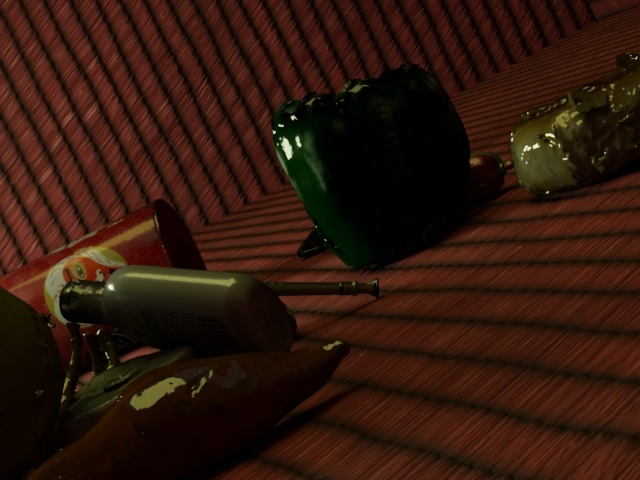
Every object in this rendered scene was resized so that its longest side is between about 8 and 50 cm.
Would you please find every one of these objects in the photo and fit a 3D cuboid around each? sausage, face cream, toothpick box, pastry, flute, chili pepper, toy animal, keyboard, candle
[{"bbox_3d":[0.162,-0.067,2.107,0.264,0.083,0.083,-21,8,26],"label":"sausage"},{"bbox_3d":[-0.177,0.082,1.690,0.291,0.144,0.071,2,54,32],"label":"face cream"},{"bbox_3d":[-0.364,0.092,2.361,0.333,0.204,0.204,-25,7,8],"label":"toothpick box"},{"bbox_3d":[0.347,-0.151,1.846,0.236,0.121,0.257,-27,6,-6],"label":"pastry"},{"bbox_3d":[-0.045,0.058,1.733,0.233,0.027,0.027,0,6,-3],"label":"flute"},{"bbox_3d":[0.067,-0.101,1.987,0.248,0.257,0.233,-22,3,26],"label":"chili pepper"},{"bbox_3d":[-0.327,0.209,1.746,0.054,0.149,0.275,-32,29,51],"label":"toy animal"},{"bbox_3d":[0.000,0.000,2.474,0.060,0.018,0.195,-18,8,11],"label":"keyboard"},{"bbox_3d":[-0.209,0.182,1.660,0.168,0.068,0.192,-25,11,5],"label":"candle"}]

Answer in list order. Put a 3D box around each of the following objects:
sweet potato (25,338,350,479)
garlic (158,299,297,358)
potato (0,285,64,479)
[{"bbox_3d":[-0.135,0.168,1.327,0.359,0.112,0.112,-24,6,-8],"label":"sweet potato"},{"bbox_3d":[-0.119,0.113,1.787,0.195,0.087,0.101,-23,20,9],"label":"garlic"},{"bbox_3d":[-0.428,0.204,1.564,0.269,0.219,0.359,12,61,25],"label":"potato"}]
